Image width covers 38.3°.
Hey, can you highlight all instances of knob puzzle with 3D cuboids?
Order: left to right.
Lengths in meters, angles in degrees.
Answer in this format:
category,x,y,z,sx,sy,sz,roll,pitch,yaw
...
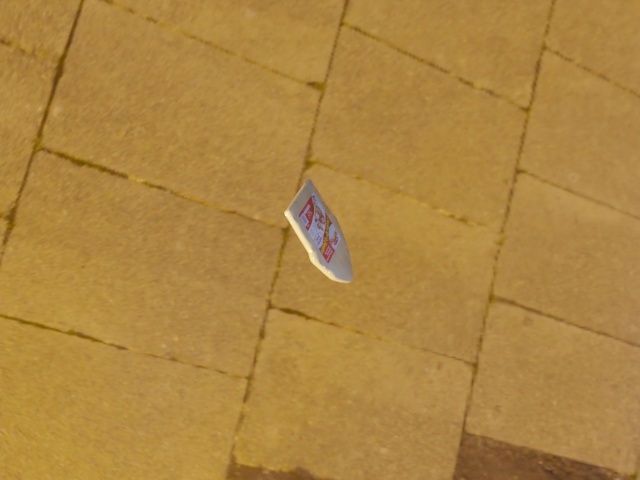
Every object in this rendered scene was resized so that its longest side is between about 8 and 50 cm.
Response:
category,x,y,z,sx,sy,sz,roll,pitch,yaw
knob puzzle,0.000,0.000,1.698,0.213,0.030,0.213,49,26,-34
